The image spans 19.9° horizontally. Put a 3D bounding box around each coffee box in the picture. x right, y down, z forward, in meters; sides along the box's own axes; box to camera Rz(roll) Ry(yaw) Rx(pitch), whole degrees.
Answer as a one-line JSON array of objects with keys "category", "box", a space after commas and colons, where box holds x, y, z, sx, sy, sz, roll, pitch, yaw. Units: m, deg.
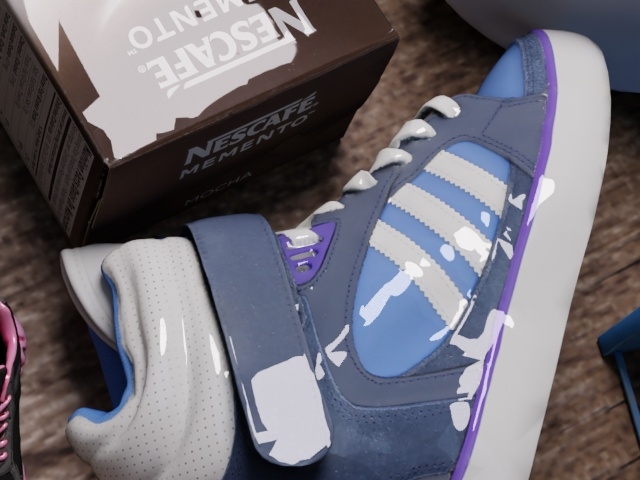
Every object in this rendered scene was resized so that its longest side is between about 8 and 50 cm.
[{"category": "coffee box", "box": [-0.115, -0.164, 0.931, 0.168, 0.119, 0.297, -27, 76, -23]}]

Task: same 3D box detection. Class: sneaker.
[{"category": "sneaker", "box": [-0.158, 0.079, 0.854, 0.047, 0.057, 0.119, 1, 69, -15]}, {"category": "sneaker", "box": [0.000, 0.001, 0.887, 0.236, 0.130, 0.323, 17, 60, -1]}]

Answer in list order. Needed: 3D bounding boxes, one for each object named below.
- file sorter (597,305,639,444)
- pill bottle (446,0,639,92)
[{"category": "file sorter", "box": [0.234, 0.061, 0.897, 0.118, 0.170, 0.104, -10, 73, -18]}, {"category": "pill bottle", "box": [0.202, -0.280, 1.012, 0.204, 0.204, 0.361, 25, 65, -3]}]
